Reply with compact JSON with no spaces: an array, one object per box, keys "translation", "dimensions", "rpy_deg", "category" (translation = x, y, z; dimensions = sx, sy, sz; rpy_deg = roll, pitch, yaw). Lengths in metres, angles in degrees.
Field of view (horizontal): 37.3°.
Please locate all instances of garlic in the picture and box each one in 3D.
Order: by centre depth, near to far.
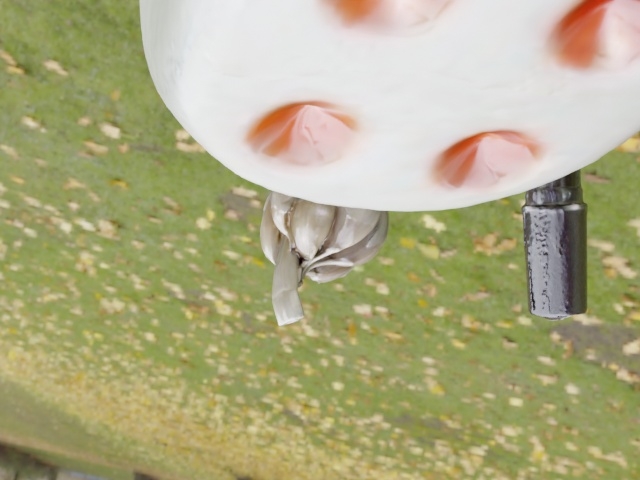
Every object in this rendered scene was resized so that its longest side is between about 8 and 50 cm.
[{"translation":[0.000,0.000,0.921],"dimensions":[0.127,0.194,0.131],"rpy_deg":[23,133,-9],"category":"garlic"}]

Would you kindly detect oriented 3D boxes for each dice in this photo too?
[{"translation":[0.051,-0.213,0.531],"dimensions":[0.276,0.304,0.304],"rpy_deg":[7,154,-19],"category":"dice"}]

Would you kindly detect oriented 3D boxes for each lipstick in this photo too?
[{"translation":[0.289,-0.052,1.174],"dimensions":[0.081,0.300,0.081],"rpy_deg":[-3,-176,0],"category":"lipstick"}]
